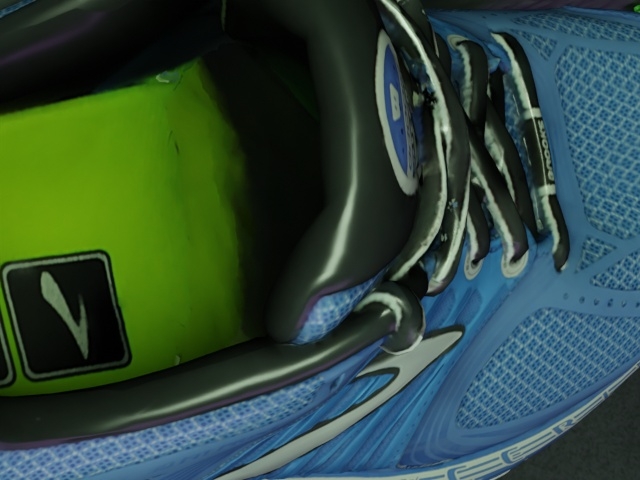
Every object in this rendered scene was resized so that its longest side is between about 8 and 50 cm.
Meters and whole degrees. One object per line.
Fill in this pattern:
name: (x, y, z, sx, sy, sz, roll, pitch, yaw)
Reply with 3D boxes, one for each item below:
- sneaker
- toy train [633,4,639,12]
sneaker: (0.000, 0.000, 0.446, 0.330, 0.129, 0.147, -15, 170, -38)
toy train: (0.109, -0.069, 0.650, 0.024, 0.017, 0.083, -29, 176, -38)
